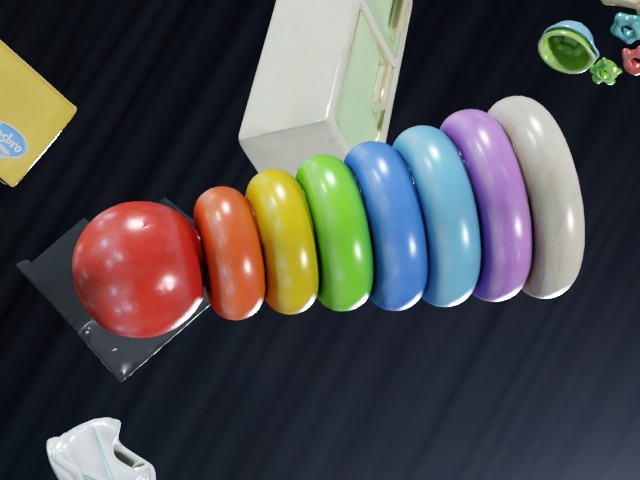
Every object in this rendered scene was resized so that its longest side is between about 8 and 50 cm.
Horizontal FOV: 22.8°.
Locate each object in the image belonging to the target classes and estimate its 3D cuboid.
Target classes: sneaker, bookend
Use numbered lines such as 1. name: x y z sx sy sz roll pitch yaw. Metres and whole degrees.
1. sneaker: -0.147 0.205 1.212 0.152 0.061 0.054 59 1 -6
2. bookend: -0.174 0.025 1.453 0.157 0.156 0.072 35 -16 52

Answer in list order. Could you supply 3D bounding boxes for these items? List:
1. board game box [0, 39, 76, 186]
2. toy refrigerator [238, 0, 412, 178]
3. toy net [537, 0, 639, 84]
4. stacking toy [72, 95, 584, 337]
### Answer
1. board game box: -0.314 -0.179 0.933 0.242 0.064 0.316 34 -8 47
2. toy refrigerator: 0.013 -0.157 1.413 0.094 0.269 0.102 -11 -47 24
3. toy net: 0.363 -0.241 1.836 0.122 0.045 0.232 41 -34 -17
4. stacking toy: 0.000 0.000 1.060 0.330 0.141 0.141 -12 -5 -9
